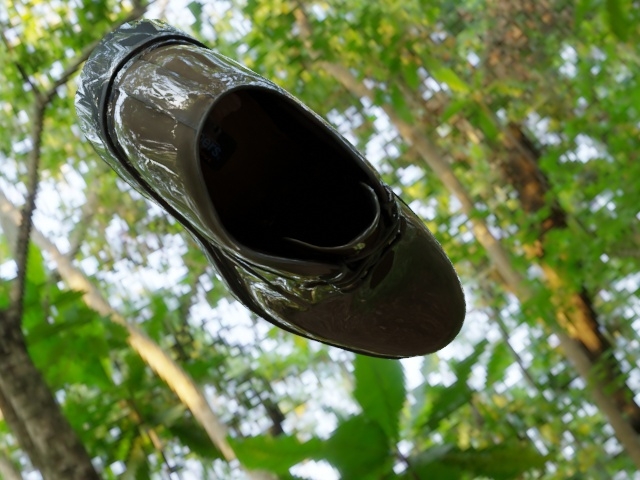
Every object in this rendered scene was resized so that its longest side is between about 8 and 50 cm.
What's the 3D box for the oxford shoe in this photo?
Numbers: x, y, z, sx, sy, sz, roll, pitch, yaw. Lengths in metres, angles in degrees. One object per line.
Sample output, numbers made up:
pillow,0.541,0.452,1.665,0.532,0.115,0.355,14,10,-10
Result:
oxford shoe,0.000,0.000,0.597,0.227,0.096,0.082,35,-95,-42
